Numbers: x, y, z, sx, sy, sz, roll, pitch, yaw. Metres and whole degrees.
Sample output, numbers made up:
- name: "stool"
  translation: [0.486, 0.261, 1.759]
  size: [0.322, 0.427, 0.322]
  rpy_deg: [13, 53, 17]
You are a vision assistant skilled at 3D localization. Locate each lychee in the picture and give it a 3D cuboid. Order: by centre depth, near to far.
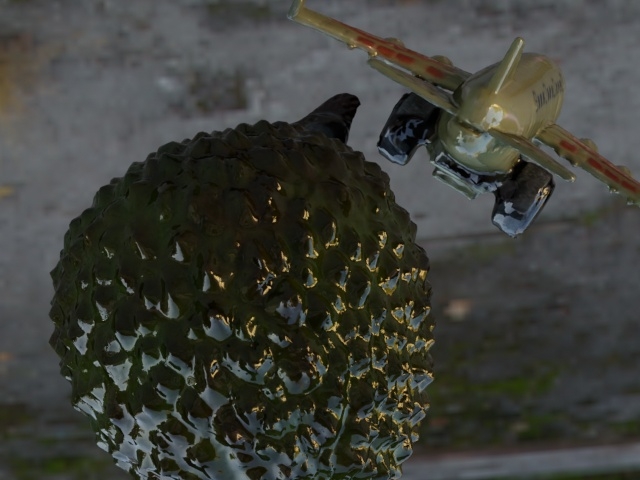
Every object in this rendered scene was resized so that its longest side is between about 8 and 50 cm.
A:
- name: "lychee"
  translation: [-0.028, 0.038, 0.772]
  size: [0.171, 0.171, 0.171]
  rpy_deg: [-4, 165, -1]

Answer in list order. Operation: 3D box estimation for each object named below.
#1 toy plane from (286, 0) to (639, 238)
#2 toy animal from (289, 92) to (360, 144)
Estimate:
- name: "toy plane"
  translation: [0.090, -0.060, 1.011]
  size: [0.229, 0.092, 0.244]
  rpy_deg: [30, -176, 8]
- name: "toy animal"
  translation: [-0.010, 0.002, 0.981]
  size: [0.105, 0.202, 0.070]
  rpy_deg: [16, 142, -5]
